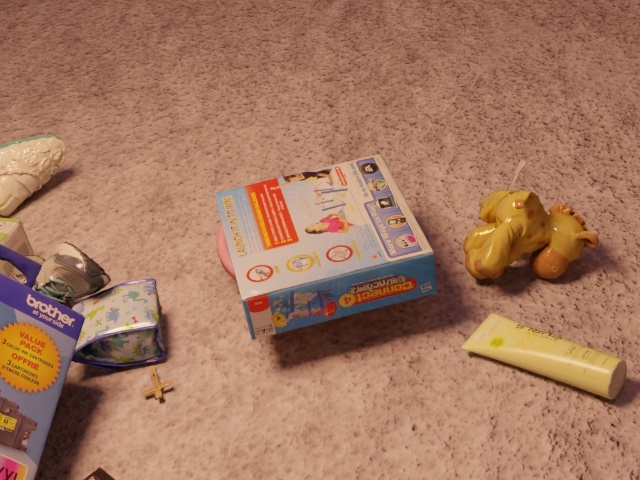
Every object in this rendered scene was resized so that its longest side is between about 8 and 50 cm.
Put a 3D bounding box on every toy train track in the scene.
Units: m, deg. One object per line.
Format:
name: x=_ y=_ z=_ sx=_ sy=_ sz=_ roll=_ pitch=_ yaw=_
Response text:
toy train track: x=-0.262 y=0.229 z=1.537 sx=0.048 sy=0.014 sz=0.083 roll=-23 pitch=33 yaw=-6

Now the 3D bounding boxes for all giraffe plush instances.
giraffe plush: x=0.360 y=-0.007 z=1.609 sx=0.170 sy=0.210 sz=0.181 roll=24 pitch=26 yaw=-9

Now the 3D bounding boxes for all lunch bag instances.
lunch bag: x=-0.340 y=0.143 z=1.597 sx=0.151 sy=0.096 sz=0.129 roll=-8 pitch=37 yaw=-7

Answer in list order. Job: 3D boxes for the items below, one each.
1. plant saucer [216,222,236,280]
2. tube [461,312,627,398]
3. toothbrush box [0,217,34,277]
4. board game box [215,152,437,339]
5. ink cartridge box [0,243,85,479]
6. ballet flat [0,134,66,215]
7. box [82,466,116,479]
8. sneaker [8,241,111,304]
plant saucer: x=-0.016 y=0.003 z=1.721 sx=0.332 sy=0.084 sz=0.332 roll=-7 pitch=37 yaw=5
tube: x=0.335 y=0.171 z=1.448 sx=0.240 sy=0.062 sz=0.070 roll=18 pitch=4 yaw=39
toothbrush box: x=-0.704 y=0.054 z=1.774 sx=0.283 sy=0.122 sz=0.206 roll=6 pitch=40 yaw=19
board game box: x=0.000 y=0.000 z=1.581 sx=0.302 sy=0.086 sz=0.308 roll=-14 pitch=37 yaw=-5
ink cartridge box: x=-0.510 y=0.183 z=1.365 sx=0.151 sy=0.270 sz=0.395 roll=-37 pitch=34 yaw=36
ballet flat: x=-0.712 y=-0.093 z=1.992 sx=0.409 sy=0.147 sz=0.147 roll=-19 pitch=38 yaw=-7
box: x=-0.328 y=0.395 z=1.319 sx=0.116 sy=0.029 sz=0.162 roll=26 pitch=51 yaw=37
sneaker: x=-0.465 y=0.090 z=1.652 sx=0.283 sy=0.110 sz=0.122 roll=-16 pitch=36 yaw=48
